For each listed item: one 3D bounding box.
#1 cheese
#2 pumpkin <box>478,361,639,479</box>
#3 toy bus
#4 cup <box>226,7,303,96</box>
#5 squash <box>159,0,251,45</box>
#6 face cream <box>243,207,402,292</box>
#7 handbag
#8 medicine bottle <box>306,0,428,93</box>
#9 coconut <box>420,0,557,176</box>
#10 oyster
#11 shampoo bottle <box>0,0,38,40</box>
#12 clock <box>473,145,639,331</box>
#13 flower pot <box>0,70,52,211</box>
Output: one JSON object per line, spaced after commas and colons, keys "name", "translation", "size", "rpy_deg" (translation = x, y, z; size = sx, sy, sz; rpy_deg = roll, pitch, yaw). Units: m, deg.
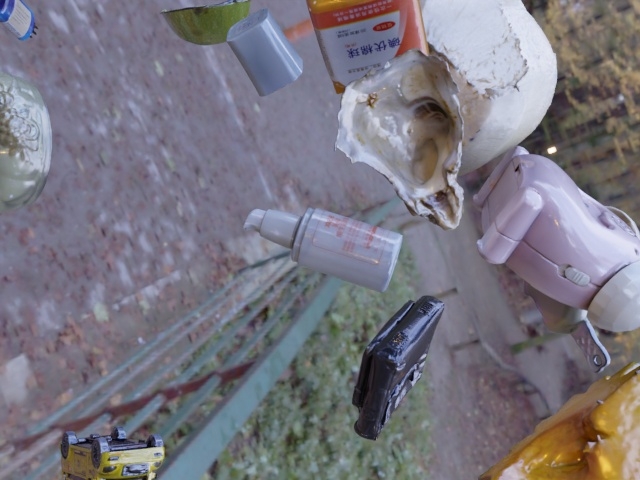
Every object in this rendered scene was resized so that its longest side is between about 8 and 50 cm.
{"name": "cheese", "translation": [0.534, 0.153, 1.750], "size": [0.163, 0.082, 0.286], "rpy_deg": [120, -39, -47]}
{"name": "pumpkin", "translation": [0.279, 0.251, 0.850], "size": [0.149, 0.254, 0.130], "rpy_deg": [51, -4, 18]}
{"name": "toy bus", "translation": [-0.463, 0.497, 1.803], "size": [0.145, 0.331, 0.151], "rpy_deg": [4, 81, -33]}
{"name": "cup", "translation": [-0.100, -0.351, 1.507], "size": [0.129, 0.095, 0.128], "rpy_deg": [56, 20, -31]}
{"name": "squash", "translation": [-0.229, -0.442, 1.675], "size": [0.184, 0.192, 0.085], "rpy_deg": [-117, -163, -73]}
{"name": "face cream", "translation": [0.000, 0.000, 1.319], "size": [0.101, 0.252, 0.101], "rpy_deg": [18, 90, -83]}
{"name": "handbag", "translation": [0.158, 0.260, 1.709], "size": [0.275, 0.088, 0.244], "rpy_deg": [-43, 148, -52]}
{"name": "medicine bottle", "translation": [0.073, -0.292, 1.165], "size": [0.222, 0.149, 0.112], "rpy_deg": [67, 13, -50]}
{"name": "coconut", "translation": [0.252, -0.304, 1.509], "size": [0.360, 0.346, 0.346], "rpy_deg": [-36, 105, -55]}
{"name": "oyster", "translation": [0.113, -0.122, 1.023], "size": [0.232, 0.162, 0.107], "rpy_deg": [58, 14, -28]}
{"name": "shampoo bottle", "translation": [-0.739, -0.545, 1.977], "size": [0.183, 0.050, 0.087], "rpy_deg": [68, 25, -80]}
{"name": "clock", "translation": [0.455, -0.002, 1.496], "size": [0.326, 0.184, 0.342], "rpy_deg": [34, 30, -6]}
{"name": "flower pot", "translation": [-0.731, -0.207, 1.710], "size": [0.244, 0.307, 0.307], "rpy_deg": [-4, 72, -45]}
